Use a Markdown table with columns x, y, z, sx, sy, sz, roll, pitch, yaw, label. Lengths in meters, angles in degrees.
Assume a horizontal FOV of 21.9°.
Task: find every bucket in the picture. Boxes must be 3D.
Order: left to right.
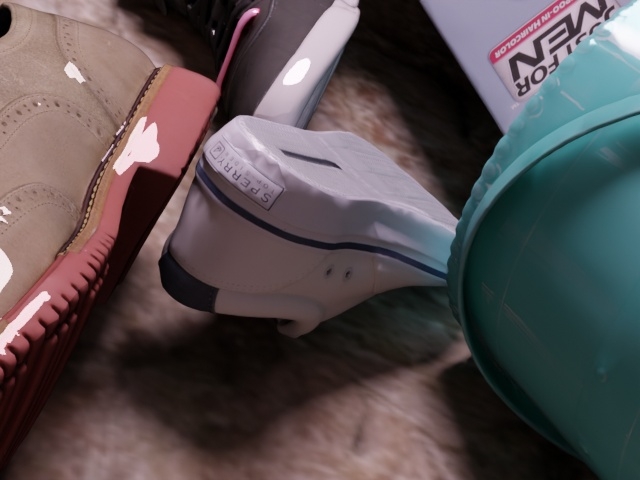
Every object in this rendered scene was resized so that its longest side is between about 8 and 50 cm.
| x | y | z | sx | sy | sz | roll | pitch | yaw | label |
| --- | --- | --- | --- | --- | --- | --- | --- | --- | --- |
| 0.208 | 0.011 | 0.822 | 0.281 | 0.281 | 0.183 | -11 | 44 | -45 | bucket |

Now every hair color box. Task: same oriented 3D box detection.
| x | y | z | sx | sy | sz | roll | pitch | yaw | label |
| --- | --- | --- | --- | --- | --- | --- | --- | --- | --- |
| 0.121 | -0.180 | 1.064 | 0.185 | 0.114 | 0.374 | 38 | 19 | -49 | hair color box |

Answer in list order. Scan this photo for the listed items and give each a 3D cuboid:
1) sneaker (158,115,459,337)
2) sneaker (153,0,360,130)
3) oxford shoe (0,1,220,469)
| x | y | z | sx | sy | sz | roll | pitch | yaw | label |
| --- | --- | --- | --- | --- | --- | --- | --- | --- | --- |
| 0.000 | 0.000 | 0.832 | 0.094 | 0.091 | 0.258 | 46 | 15 | 26 | sneaker |
| -0.056 | -0.134 | 0.946 | 0.147 | 0.104 | 0.295 | 25 | 29 | -7 | sneaker |
| -0.151 | 0.006 | 0.670 | 0.130 | 0.123 | 0.348 | 31 | 29 | -4 | oxford shoe |
